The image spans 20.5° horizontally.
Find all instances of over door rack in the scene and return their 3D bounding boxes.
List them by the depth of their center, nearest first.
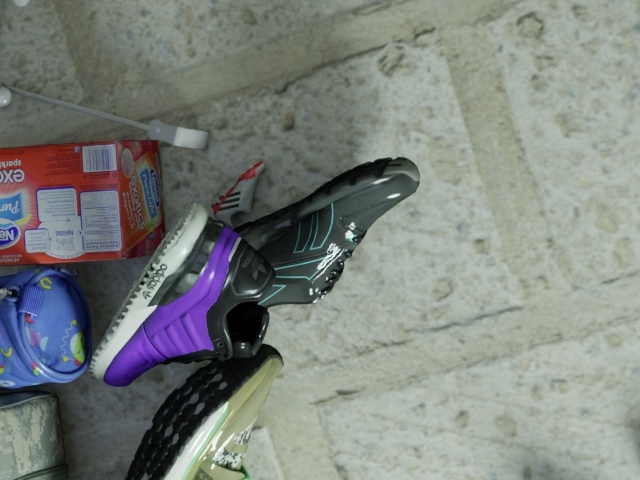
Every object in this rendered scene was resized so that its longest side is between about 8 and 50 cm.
[{"bbox_3d":[-0.261,-0.250,1.899,0.324,0.108,0.239,15,98,15],"label":"over door rack"}]

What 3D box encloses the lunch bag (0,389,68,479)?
[{"bbox_3d":[-0.429,0.304,1.925,0.305,0.212,0.256,-7,87,16],"label":"lunch bag"}]

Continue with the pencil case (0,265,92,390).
[{"bbox_3d":[-0.390,0.104,1.916,0.306,0.133,0.119,-9,46,30],"label":"pencil case"}]

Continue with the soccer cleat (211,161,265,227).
[{"bbox_3d":[-0.081,-0.050,1.899,0.035,0.029,0.083,43,107,1],"label":"soccer cleat"}]

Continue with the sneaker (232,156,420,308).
[{"bbox_3d":[0.000,0.000,1.852,0.267,0.101,0.106,-28,95,25],"label":"sneaker"}]

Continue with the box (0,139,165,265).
[{"bbox_3d":[-0.307,-0.039,1.916,0.257,0.122,0.128,-4,92,17],"label":"box"}]

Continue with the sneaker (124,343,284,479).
[{"bbox_3d":[-0.122,0.300,1.901,0.182,0.158,0.410,26,100,-18],"label":"sneaker"}]

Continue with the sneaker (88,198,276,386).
[{"bbox_3d":[-0.135,0.090,1.841,0.146,0.102,0.293,30,139,-7],"label":"sneaker"}]
